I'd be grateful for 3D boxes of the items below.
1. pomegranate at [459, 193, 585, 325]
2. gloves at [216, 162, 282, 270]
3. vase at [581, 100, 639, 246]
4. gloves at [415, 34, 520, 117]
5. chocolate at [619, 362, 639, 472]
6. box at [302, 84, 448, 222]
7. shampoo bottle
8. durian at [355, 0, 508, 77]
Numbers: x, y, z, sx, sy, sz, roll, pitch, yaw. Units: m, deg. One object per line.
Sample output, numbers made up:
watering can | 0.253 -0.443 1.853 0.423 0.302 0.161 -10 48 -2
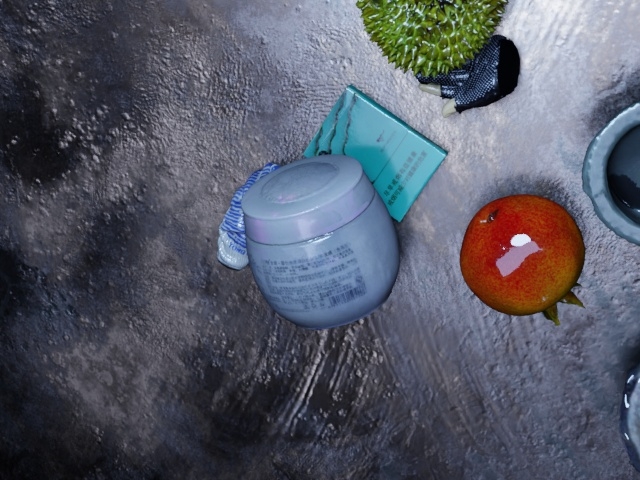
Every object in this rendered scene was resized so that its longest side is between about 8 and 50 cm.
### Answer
pomegranate | 0.369 0.039 1.925 0.221 0.221 0.257 -33 105 19
gloves | -0.127 -0.046 2.086 0.119 0.097 0.229 17 104 -23
vase | 0.563 -0.139 1.786 0.245 0.291 0.245 4 106 14
gloves | 0.260 -0.294 1.933 0.180 0.106 0.129 -2 104 43
chocolate | 0.696 0.343 1.917 0.303 0.213 0.303 -11 58 19
box | 0.102 -0.163 2.019 0.226 0.042 0.161 35 108 3
shampoo bottle | 0.000 0.000 1.953 0.273 0.273 0.266 -10 116 15
durian | 0.183 -0.419 1.821 0.291 0.224 0.291 0 86 -2
